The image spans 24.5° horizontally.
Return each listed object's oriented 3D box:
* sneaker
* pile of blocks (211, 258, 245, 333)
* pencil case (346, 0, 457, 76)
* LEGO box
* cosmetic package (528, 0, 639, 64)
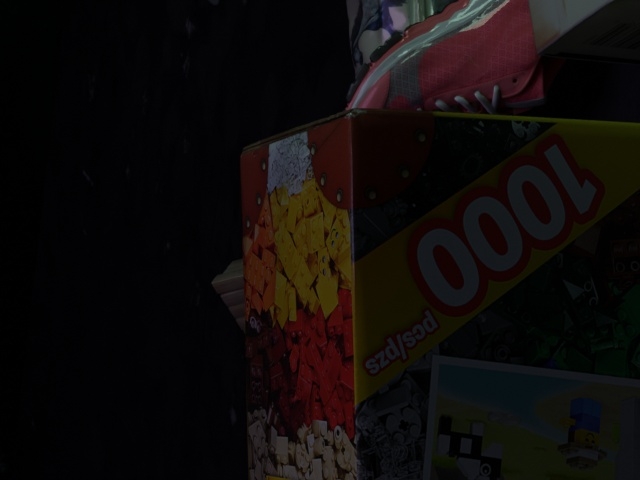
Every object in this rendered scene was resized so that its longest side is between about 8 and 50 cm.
[{"bbox_3d":[0.152,-0.165,1.455,0.314,0.116,0.136,-42,69,5],"label":"sneaker"},{"bbox_3d":[0.000,0.000,1.964,0.362,0.149,0.112,-47,4,43],"label":"pile of blocks"},{"bbox_3d":[0.104,-0.253,1.647,0.183,0.160,0.410,140,127,-73],"label":"pencil case"},{"bbox_3d":[0.206,0.115,1.027,0.193,0.500,0.372,169,101,-65],"label":"LEGO box"},{"bbox_3d":[0.263,-0.319,1.328,0.129,0.153,0.296,-32,60,60],"label":"cosmetic package"}]
